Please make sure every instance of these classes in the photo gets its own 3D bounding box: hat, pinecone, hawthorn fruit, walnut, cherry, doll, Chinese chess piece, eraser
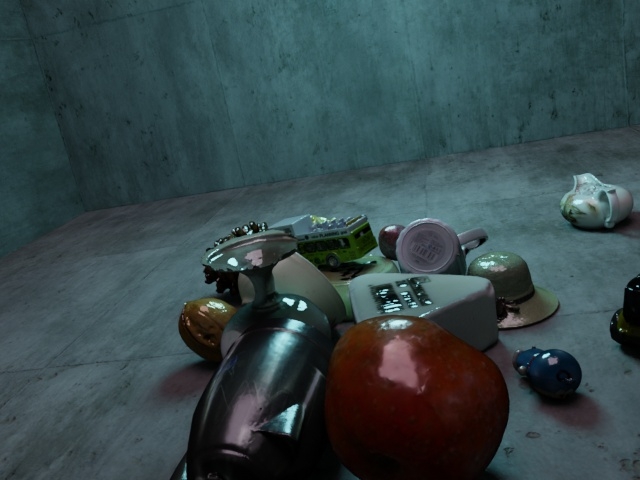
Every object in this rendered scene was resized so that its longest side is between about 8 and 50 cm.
[{"bbox_3d":[0.417,0.096,1.485,0.257,0.130,0.257,-11,17,3],"label":"hat"},{"bbox_3d":[-0.218,0.064,1.866,0.272,0.224,0.224,-24,16,7],"label":"pinecone"},{"bbox_3d":[0.141,0.244,0.957,0.284,0.284,0.284,-10,17,3],"label":"hawthorn fruit"},{"bbox_3d":[-0.254,0.210,1.496,0.144,0.180,0.144,-52,5,6],"label":"walnut"},{"bbox_3d":[0.231,0.033,1.729,0.107,0.225,0.090,-11,48,34],"label":"cherry"},{"bbox_3d":[0.409,0.233,1.137,0.114,0.085,0.152,-3,5,-13],"label":"doll"},{"bbox_3d":[0.090,0.121,1.670,0.250,0.101,0.250,-10,16,3],"label":"Chinese chess piece"},{"bbox_3d":[0.174,0.171,1.369,0.331,0.150,0.331,-11,15,3],"label":"eraser"}]

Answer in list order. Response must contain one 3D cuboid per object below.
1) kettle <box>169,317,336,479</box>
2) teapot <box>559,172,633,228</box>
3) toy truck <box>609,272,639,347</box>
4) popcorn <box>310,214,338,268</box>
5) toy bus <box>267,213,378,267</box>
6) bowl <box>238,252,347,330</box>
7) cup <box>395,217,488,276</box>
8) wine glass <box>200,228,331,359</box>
[{"bbox_3d":[-0.128,0.319,1.028,0.321,0.228,0.324,-33,10,25],"label":"kettle"},{"bbox_3d":[0.828,-0.116,1.893,0.204,0.139,0.298,-9,16,1],"label":"teapot"},{"bbox_3d":[0.661,0.115,1.200,0.224,0.165,0.147,-22,19,-32],"label":"toy truck"},{"bbox_3d":[-0.011,0.007,1.976,0.187,0.185,0.167,-5,34,-10],"label":"popcorn"},{"bbox_3d":[0.000,0.000,1.714,0.301,0.139,0.113,-8,16,39],"label":"toy bus"},{"bbox_3d":[-0.089,0.142,1.486,0.277,0.277,0.145,10,50,50],"label":"bowl"},{"bbox_3d":[0.283,0.025,1.540,0.167,0.221,0.202,33,-8,22],"label":"cup"},{"bbox_3d":[-0.099,0.163,1.269,0.238,0.323,0.238,-9,15,2],"label":"wine glass"}]
